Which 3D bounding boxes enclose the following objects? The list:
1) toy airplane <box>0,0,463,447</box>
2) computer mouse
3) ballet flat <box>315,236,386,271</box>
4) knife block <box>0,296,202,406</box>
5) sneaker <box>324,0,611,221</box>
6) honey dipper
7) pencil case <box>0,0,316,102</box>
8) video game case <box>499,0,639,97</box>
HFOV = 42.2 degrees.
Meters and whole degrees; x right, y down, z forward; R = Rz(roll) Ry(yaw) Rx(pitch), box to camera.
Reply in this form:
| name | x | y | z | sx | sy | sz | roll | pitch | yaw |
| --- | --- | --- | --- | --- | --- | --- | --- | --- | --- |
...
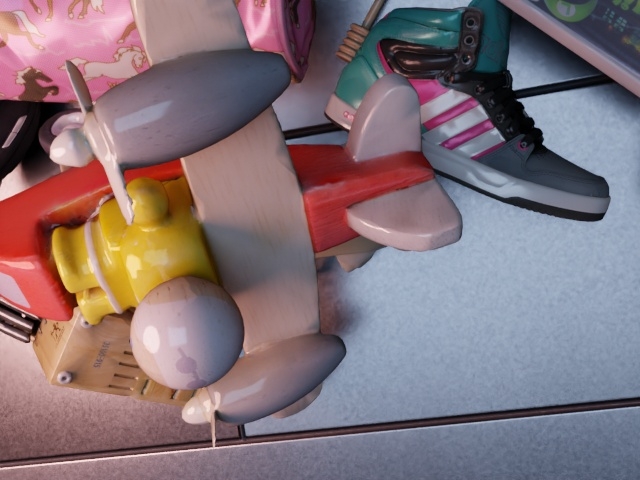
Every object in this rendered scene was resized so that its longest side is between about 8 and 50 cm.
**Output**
| name | x | y | z | sx | sy | sz | roll | pitch | yaw |
| --- | --- | --- | --- | --- | --- | --- | --- | --- | --- |
| toy airplane | -0.071 | 0.007 | 0.696 | 0.386 | 0.272 | 0.384 | 31 | 128 | -24 |
| computer mouse | -0.378 | -0.073 | 0.935 | 0.060 | 0.184 | 0.262 | 24 | 62 | -26 |
| ballet flat | 0.000 | 0.000 | 0.878 | 0.248 | 0.086 | 0.086 | -11 | 92 | 14 |
| knife block | -0.256 | 0.076 | 0.937 | 0.276 | 0.242 | 0.088 | 18 | 103 | -36 |
| sneaker | 0.167 | -0.147 | 0.807 | 0.295 | 0.124 | 0.178 | 24 | 108 | 10 |
| honey dipper | 0.067 | -0.257 | 0.863 | 0.030 | 0.030 | 0.160 | 31 | 96 | 8 |
| pencil case | -0.190 | -0.216 | 0.738 | 0.386 | 0.167 | 0.160 | 0 | 66 | 11 |
| video game case | 0.282 | -0.239 | 0.771 | 0.190 | 0.022 | 0.173 | 34 | 75 | -3 |
